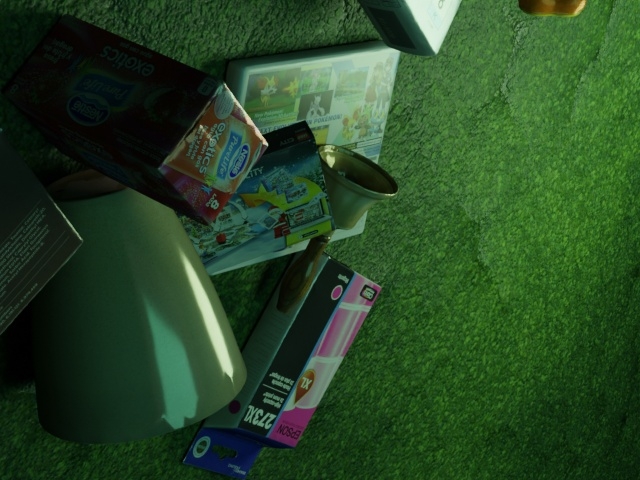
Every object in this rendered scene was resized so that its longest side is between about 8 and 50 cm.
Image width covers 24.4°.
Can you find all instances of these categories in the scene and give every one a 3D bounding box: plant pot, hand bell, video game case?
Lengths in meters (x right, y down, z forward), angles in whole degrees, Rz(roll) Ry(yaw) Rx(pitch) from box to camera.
[{"bbox_3d":[-0.238,0.060,1.750,0.256,0.256,0.274,-28,117,-40],"label":"plant pot"},{"bbox_3d":[0.000,0.000,2.079,0.126,0.126,0.242,-3,127,-52],"label":"hand bell"},{"bbox_3d":[-0.027,-0.120,2.060,0.329,0.036,0.300,-15,124,-47],"label":"video game case"}]

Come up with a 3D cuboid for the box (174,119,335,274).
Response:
[{"bbox_3d":[-0.107,-0.045,1.897,0.233,0.044,0.159,-19,132,-7],"label":"box"}]

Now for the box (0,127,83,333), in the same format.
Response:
[{"bbox_3d":[-0.387,-0.026,1.528,0.167,0.168,0.203,-49,145,-17],"label":"box"}]

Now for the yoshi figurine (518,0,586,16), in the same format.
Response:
[{"bbox_3d":[0.365,-0.527,2.179,0.203,0.203,0.362,-46,143,-50],"label":"yoshi figurine"}]

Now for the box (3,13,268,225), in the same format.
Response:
[{"bbox_3d":[-0.202,-0.133,1.620,0.122,0.257,0.128,-56,146,-13],"label":"box"}]

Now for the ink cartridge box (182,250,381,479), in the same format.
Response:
[{"bbox_3d":[-0.055,0.195,2.221,0.371,0.069,0.176,-60,146,0],"label":"ink cartridge box"}]

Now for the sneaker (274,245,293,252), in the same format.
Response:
[{"bbox_3d":[-0.068,-0.052,1.969,0.071,0.068,0.170,-21,126,-28],"label":"sneaker"}]

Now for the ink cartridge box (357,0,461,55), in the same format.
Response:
[{"bbox_3d":[0.144,-0.483,1.940,0.385,0.091,0.308,-64,148,-14],"label":"ink cartridge box"}]
